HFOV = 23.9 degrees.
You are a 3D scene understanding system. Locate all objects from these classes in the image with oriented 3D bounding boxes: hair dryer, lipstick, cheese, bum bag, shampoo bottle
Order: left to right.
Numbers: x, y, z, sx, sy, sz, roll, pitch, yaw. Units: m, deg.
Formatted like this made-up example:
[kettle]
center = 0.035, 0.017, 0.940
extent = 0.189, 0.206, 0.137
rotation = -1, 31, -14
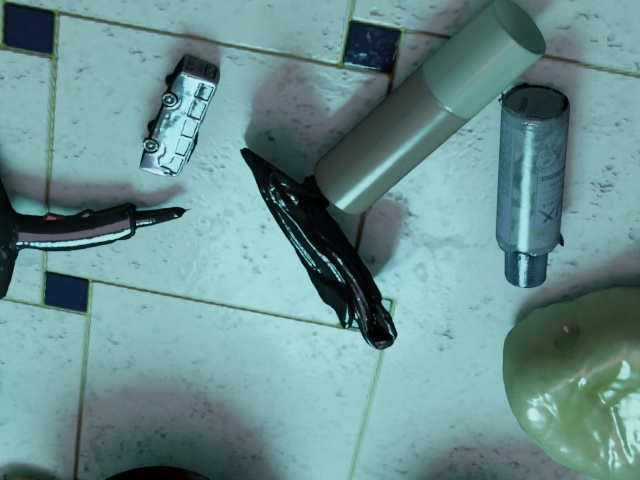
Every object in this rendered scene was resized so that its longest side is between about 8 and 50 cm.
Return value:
[hair dryer]
center = -0.271, -0.046, 1.564
extent = 0.272, 0.091, 0.235
rotation = -3, 118, -5
[bum bag]
center = 0.000, 0.000, 1.518
extent = 0.060, 0.123, 0.248
rotation = -30, 120, 1
[lipstick]
center = 0.100, -0.123, 1.433
extent = 0.070, 0.070, 0.254
rotation = 36, 124, -19
[shampoo bottle]
center = 0.206, -0.048, 1.480
extent = 0.072, 0.072, 0.214
rotation = 2, 128, 6
[cheese]
center = 0.298, 0.153, 1.594
extent = 0.218, 0.117, 0.235
rotation = 9, 125, 3

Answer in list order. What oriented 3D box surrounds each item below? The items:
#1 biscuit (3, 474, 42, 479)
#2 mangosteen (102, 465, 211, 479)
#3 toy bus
[biscuit]
center = -0.351, 0.392, 1.920
extent = 0.203, 0.041, 0.260
rotation = -2, 129, 10
[mangosteen]
center = -0.178, 0.410, 1.763
extent = 0.311, 0.311, 0.311
rotation = 4, 128, 5
[toy bus]
center = -0.140, -0.121, 1.492
extent = 0.052, 0.037, 0.130
rotation = 18, 127, -12
